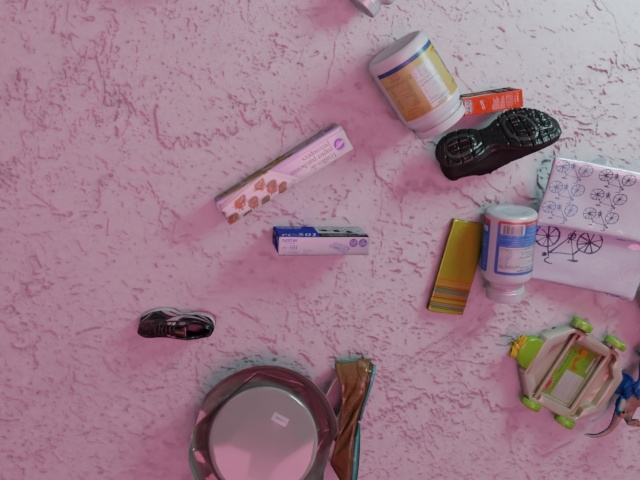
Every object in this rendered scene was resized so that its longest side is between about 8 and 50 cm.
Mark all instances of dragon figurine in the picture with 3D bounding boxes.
[{"bbox_3d":[0.818,0.410,1.954,0.085,0.144,0.289,29,117,-19],"label":"dragon figurine"}]

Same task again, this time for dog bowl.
[{"bbox_3d":[-0.134,0.465,1.702,0.349,0.102,0.348,2,80,-11],"label":"dog bowl"}]

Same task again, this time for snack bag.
[{"bbox_3d":[0.661,-0.020,1.766,0.323,0.037,0.342,11,117,-4],"label":"snack bag"}]

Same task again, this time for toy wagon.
[{"bbox_3d":[0.623,0.326,1.901,0.344,0.068,0.267,28,98,-17],"label":"toy wagon"}]

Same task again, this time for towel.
[{"bbox_3d":[0.335,0.067,1.796,0.102,0.021,0.237,10,102,-20],"label":"towel"}]

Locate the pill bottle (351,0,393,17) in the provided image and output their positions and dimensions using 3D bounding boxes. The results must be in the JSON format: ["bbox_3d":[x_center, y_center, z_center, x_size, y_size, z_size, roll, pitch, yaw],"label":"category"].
[{"bbox_3d":[0.138,-0.558,1.540,0.094,0.094,0.169,37,95,-18],"label":"pill bottle"}]

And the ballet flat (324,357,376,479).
[{"bbox_3d":[0.052,0.447,1.802,0.124,0.116,0.342,9,104,7],"label":"ballet flat"}]

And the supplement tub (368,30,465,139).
[{"bbox_3d":[0.212,-0.334,1.591,0.144,0.144,0.199,-37,110,0],"label":"supplement tub"}]

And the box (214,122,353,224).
[{"bbox_3d":[-0.083,-0.148,1.624,0.324,0.067,0.063,-32,109,-1],"label":"box"}]

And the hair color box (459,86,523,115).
[{"bbox_3d":[0.380,-0.317,1.669,0.141,0.072,0.043,-11,107,-9],"label":"hair color box"}]

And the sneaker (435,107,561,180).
[{"bbox_3d":[0.403,-0.214,1.676,0.286,0.130,0.109,-13,64,6],"label":"sneaker"}]

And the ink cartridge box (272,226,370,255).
[{"bbox_3d":[0.000,0.000,1.664,0.207,0.097,0.046,0,105,-12],"label":"ink cartridge box"}]

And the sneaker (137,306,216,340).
[{"bbox_3d":[-0.325,0.194,1.661,0.178,0.077,0.072,-5,105,-10],"label":"sneaker"}]

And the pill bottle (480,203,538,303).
[{"bbox_3d":[0.447,0.033,1.751,0.124,0.124,0.221,-3,110,-11],"label":"pill bottle"}]

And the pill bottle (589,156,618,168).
[{"bbox_3d":[0.707,-0.122,1.783,0.087,0.087,0.160,-40,109,1],"label":"pill bottle"}]
